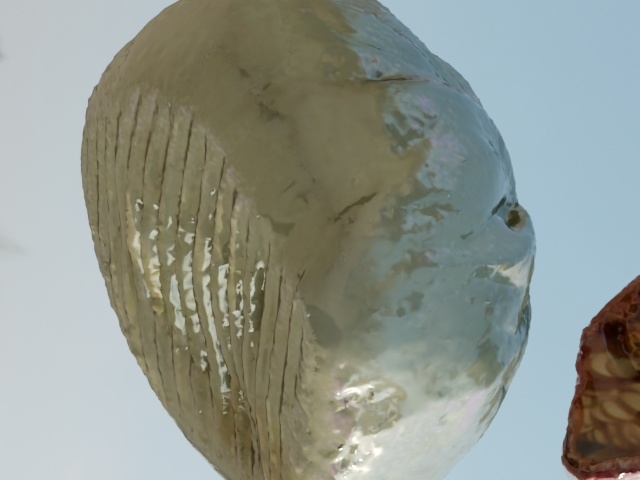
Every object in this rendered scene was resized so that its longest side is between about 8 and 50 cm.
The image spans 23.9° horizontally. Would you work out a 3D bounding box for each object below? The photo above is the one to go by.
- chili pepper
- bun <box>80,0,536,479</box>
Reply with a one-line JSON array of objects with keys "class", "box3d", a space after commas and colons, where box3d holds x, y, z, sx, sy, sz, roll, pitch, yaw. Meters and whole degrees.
[{"class": "chili pepper", "box3d": [0.326, 0.163, 1.406, 0.251, 0.305, 0.229, -43, -131, -2]}, {"class": "bun", "box3d": [0.000, 0.000, 0.964, 0.365, 0.219, 0.365, 41, -40, 45]}]
